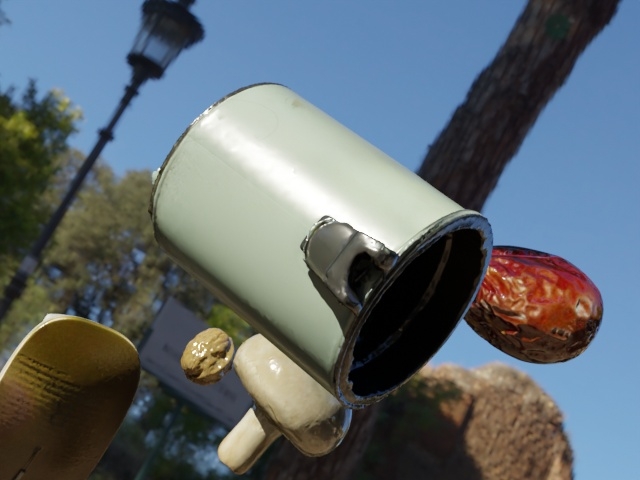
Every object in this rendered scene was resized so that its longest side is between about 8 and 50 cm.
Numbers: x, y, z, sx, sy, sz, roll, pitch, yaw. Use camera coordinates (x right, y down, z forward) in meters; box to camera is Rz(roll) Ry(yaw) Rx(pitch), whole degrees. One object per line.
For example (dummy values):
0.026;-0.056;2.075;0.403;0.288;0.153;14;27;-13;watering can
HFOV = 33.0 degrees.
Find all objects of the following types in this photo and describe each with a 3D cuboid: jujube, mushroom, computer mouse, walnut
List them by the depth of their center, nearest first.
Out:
-0.263;0.177;1.003;0.126;0.245;0.056;27;19;-29;computer mouse
0.276;0.081;1.523;0.236;0.168;0.168;24;-22;-3;jujube
-0.066;0.249;1.600;0.207;0.215;0.207;44;0;0;mushroom
-0.178;0.187;1.740;0.082;0.096;0.079;23;-36;42;walnut

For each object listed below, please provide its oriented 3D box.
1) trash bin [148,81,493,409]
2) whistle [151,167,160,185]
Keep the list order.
0.000;0.000;1.056;0.262;0.217;0.277;37;-3;28;trash bin
-0.117;-0.052;1.663;0.312;0.062;0.062;21;-23;20;whistle
